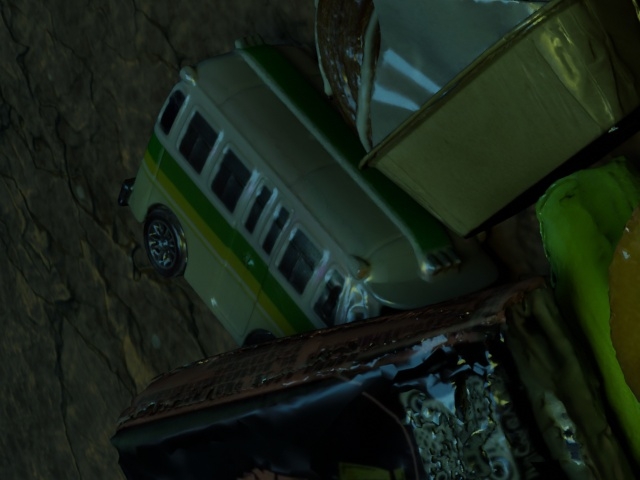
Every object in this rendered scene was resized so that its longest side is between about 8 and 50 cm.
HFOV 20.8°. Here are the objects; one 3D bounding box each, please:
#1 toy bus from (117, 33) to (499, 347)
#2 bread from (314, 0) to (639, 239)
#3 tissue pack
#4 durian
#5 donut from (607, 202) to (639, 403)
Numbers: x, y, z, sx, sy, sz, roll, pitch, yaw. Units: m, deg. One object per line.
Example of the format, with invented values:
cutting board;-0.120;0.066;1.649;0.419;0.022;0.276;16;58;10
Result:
toy bus;0.000;0.000;1.282;0.305;0.143;0.179;50;136;30
bread;0.103;-0.128;1.119;0.212;0.142;0.224;56;136;5
tissue pack;0.043;0.166;1.116;0.332;0.123;0.245;-18;102;37
durian;0.210;0.071;1.076;0.250;0.101;0.139;68;160;0
donut;0.296;0.049;0.911;0.277;0.108;0.277;16;118;33
